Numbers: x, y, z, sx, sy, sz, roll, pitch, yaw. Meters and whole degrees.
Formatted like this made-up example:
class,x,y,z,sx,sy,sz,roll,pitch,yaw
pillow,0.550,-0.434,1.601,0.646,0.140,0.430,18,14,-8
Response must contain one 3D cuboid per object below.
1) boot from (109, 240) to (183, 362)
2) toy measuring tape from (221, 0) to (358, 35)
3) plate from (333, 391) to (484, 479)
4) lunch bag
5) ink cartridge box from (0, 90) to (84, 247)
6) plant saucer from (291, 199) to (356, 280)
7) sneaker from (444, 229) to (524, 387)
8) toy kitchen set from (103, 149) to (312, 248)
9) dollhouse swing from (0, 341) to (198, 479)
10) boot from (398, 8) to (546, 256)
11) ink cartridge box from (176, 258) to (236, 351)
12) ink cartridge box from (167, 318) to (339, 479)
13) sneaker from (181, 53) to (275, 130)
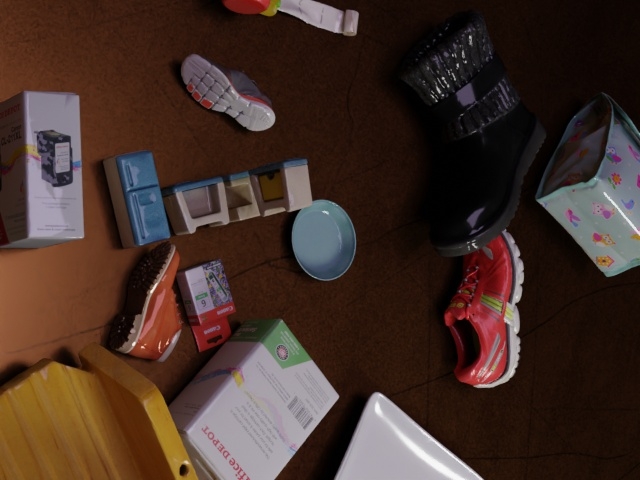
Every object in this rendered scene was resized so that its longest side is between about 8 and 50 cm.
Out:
class,x,y,z,sx,sy,sz,roll,pitch,yaw
boot,-0.211,0.082,1.571,0.085,0.059,0.157,29,76,-36
toy measuring tape,-0.049,-0.365,1.709,0.330,0.121,0.121,14,76,-36
plate,0.108,0.410,1.774,0.278,0.045,0.277,42,58,-24
lunch bag,0.520,-0.109,2.101,0.223,0.160,0.262,45,49,-21
ink cartridge box,-0.344,-0.083,1.437,0.072,0.127,0.175,0,84,-36
plant saucer,0.000,0.000,1.763,0.119,0.021,0.119,5,82,-37
sneaker,0.250,0.094,1.900,0.118,0.107,0.278,-1,84,-32
toy kitchen set,-0.145,-0.076,1.566,0.207,0.166,0.122,-16,95,-38
dollhouse swing,-0.253,0.340,1.333,0.347,0.305,0.315,-35,118,-35
boot,0.212,-0.170,1.875,0.260,0.131,0.348,54,46,-29
ink cartridge box,-0.151,0.088,1.630,0.063,0.029,0.115,-20,97,-38
ink cartridge box,-0.099,0.231,1.611,0.212,0.093,0.154,-50,117,-31
sneaker,-0.130,-0.215,1.677,0.158,0.061,0.064,37,37,-30
